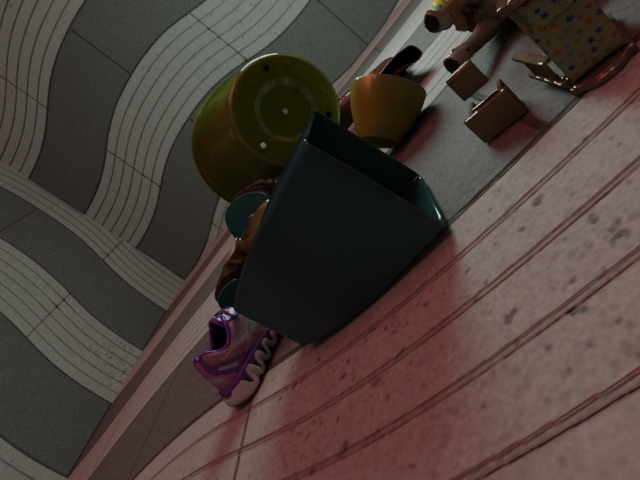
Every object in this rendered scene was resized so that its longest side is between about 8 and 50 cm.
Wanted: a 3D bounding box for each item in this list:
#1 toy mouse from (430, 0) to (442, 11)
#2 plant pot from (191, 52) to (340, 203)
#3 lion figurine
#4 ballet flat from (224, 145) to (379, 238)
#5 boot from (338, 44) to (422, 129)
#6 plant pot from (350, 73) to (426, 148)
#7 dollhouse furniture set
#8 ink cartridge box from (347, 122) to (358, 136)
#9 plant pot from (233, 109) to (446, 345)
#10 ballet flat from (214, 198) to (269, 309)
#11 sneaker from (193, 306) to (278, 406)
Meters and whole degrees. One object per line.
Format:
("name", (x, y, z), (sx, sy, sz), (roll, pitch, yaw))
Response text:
("toy mouse", (0.338, -0.654, 1.253), (0.161, 0.031, 0.143), (-43, 17, 34))
("plant pot", (-0.117, -0.264, 1.094), (0.366, 0.367, 0.353), (-56, 14, -9))
("lion figurine", (0.286, -0.367, 0.609), (0.240, 0.142, 0.392), (-49, 27, -13))
("ballet flat", (-0.031, -0.081, 0.906), (0.182, 0.164, 0.483), (-36, 11, -28))
("boot", (0.118, -0.339, 1.093), (0.264, 0.096, 0.280), (-37, 13, 11))
("plant pot", (0.111, -0.218, 0.801), (0.134, 0.134, 0.095), (178, 103, -72))
("dollhouse furniture set", (0.162, -0.198, 0.439), (0.161, 0.182, 0.101), (-41, 19, 39))
("ink cartridge box", (0.116, -0.256, 1.035), (0.181, 0.056, 0.225), (-47, -3, 25))
("plant pot", (0.000, 0.000, 0.554), (0.234, 0.166, 0.165), (-56, 12, 23))
("ballet flat", (-0.127, 0.028, 0.866), (0.342, 0.116, 0.124), (128, 140, -56))
("sneaker", (-0.115, 0.129, 0.711), (0.095, 0.105, 0.236), (-39, 19, 48))
